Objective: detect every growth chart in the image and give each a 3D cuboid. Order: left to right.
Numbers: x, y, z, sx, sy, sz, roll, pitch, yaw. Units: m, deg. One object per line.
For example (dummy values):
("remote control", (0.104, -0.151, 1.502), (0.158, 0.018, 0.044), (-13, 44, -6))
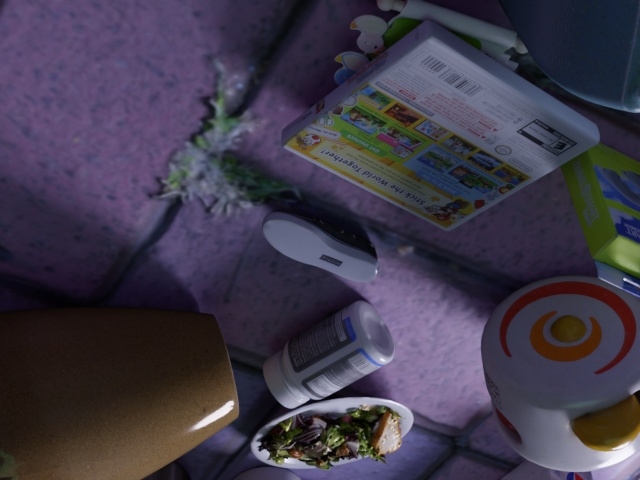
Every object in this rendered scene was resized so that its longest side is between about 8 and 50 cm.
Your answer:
("growth chart", (0.091, -0.138, 1.173), (0.172, 0.021, 0.237), (8, 146, -11))

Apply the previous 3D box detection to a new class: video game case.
("video game case", (0.113, -0.100, 1.187), (0.227, 0.026, 0.206), (25, 140, -32))

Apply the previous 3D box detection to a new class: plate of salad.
("plate of salad", (0.016, 0.242, 1.499), (0.200, 0.048, 0.200), (-9, 149, -5))

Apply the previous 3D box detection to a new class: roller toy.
("roller toy", (0.272, 0.139, 1.351), (0.191, 0.209, 0.146), (9, 137, 27))

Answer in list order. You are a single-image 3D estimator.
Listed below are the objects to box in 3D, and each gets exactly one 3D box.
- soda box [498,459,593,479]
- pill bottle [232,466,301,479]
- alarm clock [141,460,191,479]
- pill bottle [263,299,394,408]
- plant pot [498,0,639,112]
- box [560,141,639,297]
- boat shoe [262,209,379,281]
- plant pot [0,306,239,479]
("soda box", (0.236, 0.397, 1.650), (0.091, 0.098, 0.286), (28, 124, -25))
("pill bottle", (-0.065, 0.398, 1.543), (0.121, 0.221, 0.121), (-2, 133, -3))
("alarm clock", (-0.229, 0.307, 1.553), (0.129, 0.064, 0.192), (-12, 134, 6))
("pill bottle", (0.008, 0.131, 1.402), (0.137, 0.078, 0.078), (-31, 128, 22))
("plant pot", (0.286, -0.232, 0.976), (0.247, 0.252, 0.248), (-2, 132, -2))
("box", (0.301, -0.020, 1.220), (0.109, 0.178, 0.042), (23, 127, -23))
("boat shoe", (0.000, 0.000, 1.308), (0.142, 0.040, 0.049), (27, 134, -25))
("plant pot", (-0.224, 0.166, 1.341), (0.254, 0.237, 0.237), (-13, 134, -13))
